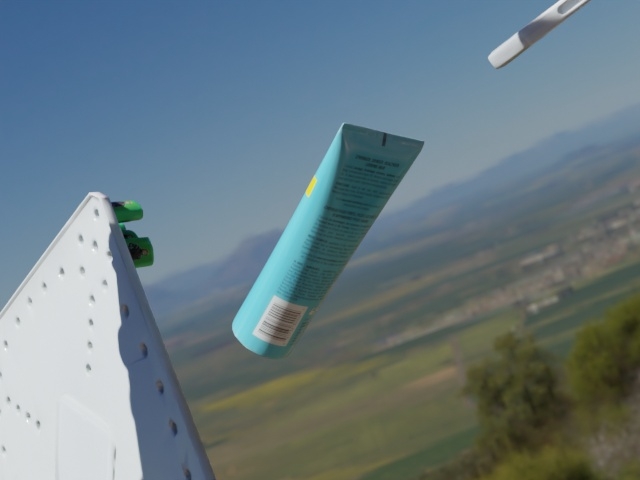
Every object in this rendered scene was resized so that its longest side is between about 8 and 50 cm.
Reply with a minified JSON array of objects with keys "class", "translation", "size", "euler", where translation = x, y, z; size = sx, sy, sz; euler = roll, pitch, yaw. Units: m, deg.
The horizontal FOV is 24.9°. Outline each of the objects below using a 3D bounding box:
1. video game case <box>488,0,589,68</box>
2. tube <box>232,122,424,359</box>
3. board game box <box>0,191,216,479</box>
[{"class":"video game case","translation":[0.221,-0.209,1.282],"size":[0.143,0.019,0.157],"euler":[-37,1,-3]},{"class":"tube","translation":[0.000,0.000,1.111],"size":[0.080,0.052,0.207],"euler":[5,-53,-42]},{"class":"board game box","translation":[-0.209,0.210,1.400],"size":[0.050,0.390,0.390],"euler":[-8,-25,-37]}]
